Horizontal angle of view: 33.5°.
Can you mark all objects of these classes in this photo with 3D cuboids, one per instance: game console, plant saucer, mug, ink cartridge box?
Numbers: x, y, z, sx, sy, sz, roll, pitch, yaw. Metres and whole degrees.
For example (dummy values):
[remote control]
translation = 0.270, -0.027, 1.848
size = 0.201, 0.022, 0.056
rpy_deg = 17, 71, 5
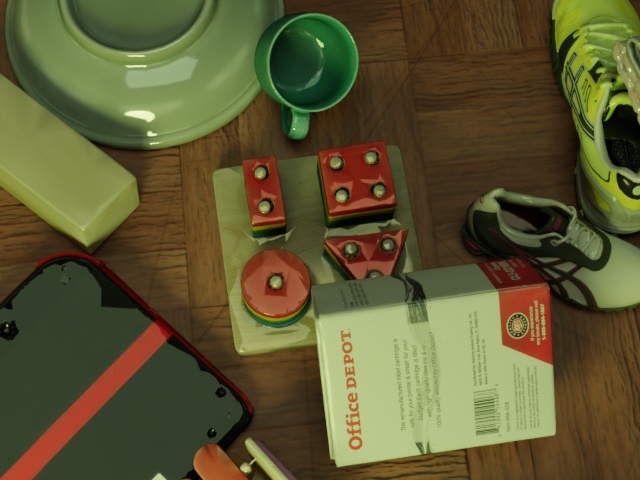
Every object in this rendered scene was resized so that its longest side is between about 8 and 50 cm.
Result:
[game console]
translation = -0.328, 0.237, 1.321
size = 0.342, 0.060, 0.386
rpy_deg = 42, 77, 6
[plant saucer]
translation = -0.248, -0.327, 1.480
size = 0.400, 0.100, 0.401
rpy_deg = 0, 71, -1
[mug]
translation = -0.033, -0.233, 1.443
size = 0.129, 0.097, 0.158
rpy_deg = 42, 86, -22
[ink cartridge box]
translation = 0.132, 0.143, 1.278
size = 0.272, 0.114, 0.197
rpy_deg = -8, 107, -4

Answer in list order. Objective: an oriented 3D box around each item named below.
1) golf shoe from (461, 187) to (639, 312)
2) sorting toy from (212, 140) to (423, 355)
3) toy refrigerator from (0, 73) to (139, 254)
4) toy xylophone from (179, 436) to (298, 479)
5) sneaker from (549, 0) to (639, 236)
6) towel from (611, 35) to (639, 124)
[golf shoe]
translation = 0.317, 0.012, 1.368
size = 0.272, 0.120, 0.105
rpy_deg = 19, 71, 4
[sorting toy]
translation = 0.000, 0.000, 1.380
size = 0.257, 0.089, 0.256
rpy_deg = -8, 72, -4
[toy refrigerator]
translation = -0.376, -0.107, 1.410
size = 0.269, 0.094, 0.102
rpy_deg = 36, 68, 10
[toy xylophone]
translation = -0.128, 0.388, 1.204
size = 0.236, 0.081, 0.323
rpy_deg = 28, 71, 42
[sneaker]
translation = 0.401, -0.205, 1.425
size = 0.145, 0.147, 0.385
rpy_deg = -7, 71, -1
[towel]
translation = 0.547, -0.138, 1.372
size = 0.316, 0.053, 0.332
rpy_deg = -18, 84, -33
